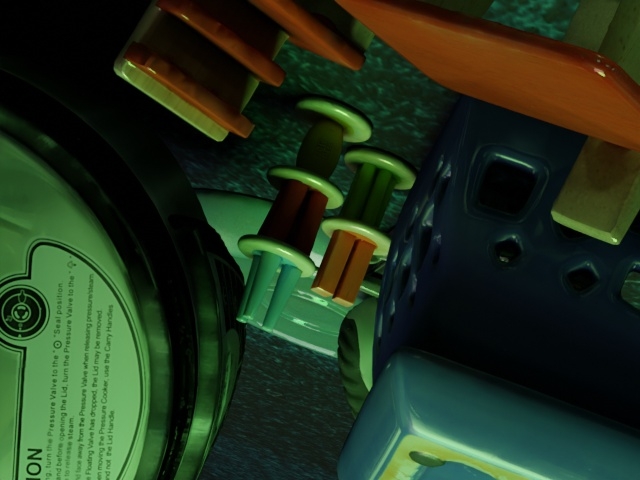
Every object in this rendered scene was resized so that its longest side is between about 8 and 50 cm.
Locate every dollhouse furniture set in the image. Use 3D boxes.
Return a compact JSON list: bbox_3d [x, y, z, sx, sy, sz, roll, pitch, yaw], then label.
[{"bbox_3d":[0.040,-0.080,0.638,0.262,0.135,0.259,34,175,-41],"label":"dollhouse furniture set"}]

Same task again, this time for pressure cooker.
[{"bbox_3d":[-0.249,0.066,0.976,0.370,0.375,0.420,52,-176,-5],"label":"pressure cooker"}]

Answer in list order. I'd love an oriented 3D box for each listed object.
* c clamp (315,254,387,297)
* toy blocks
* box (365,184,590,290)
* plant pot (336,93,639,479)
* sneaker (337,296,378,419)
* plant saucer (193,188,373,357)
[{"bbox_3d":[0.041,0.025,1.154,0.137,0.022,0.160,25,164,-12],"label":"c clamp"},{"bbox_3d":[0.000,0.000,1.034,0.054,0.148,0.123,10,160,36],"label":"toy blocks"},{"bbox_3d":[0.112,0.015,1.142,0.114,0.036,0.207,24,164,-7],"label":"box"},{"bbox_3d":[0.141,0.071,0.909,0.236,0.212,0.236,21,154,1],"label":"plant pot"},{"bbox_3d":[0.162,0.189,1.236,0.385,0.147,0.145,51,-163,0],"label":"sneaker"},{"bbox_3d":[-0.004,0.047,1.383,0.317,0.044,0.317,19,163,6],"label":"plant saucer"}]
